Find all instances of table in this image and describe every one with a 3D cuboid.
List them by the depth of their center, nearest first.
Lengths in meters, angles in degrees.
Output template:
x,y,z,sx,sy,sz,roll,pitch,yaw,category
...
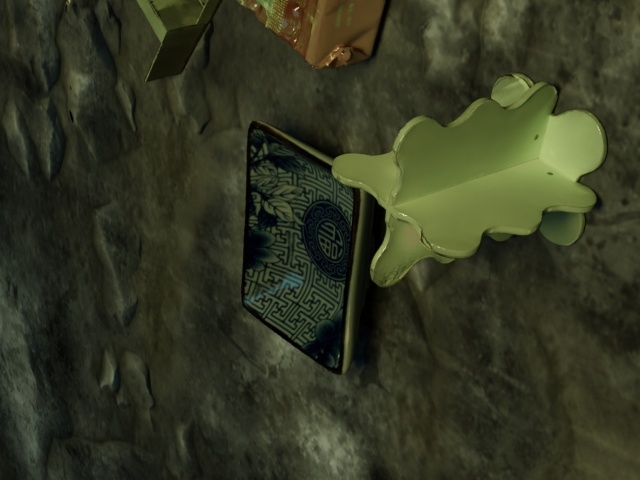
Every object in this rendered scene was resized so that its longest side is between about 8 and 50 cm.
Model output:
x,y,z,sx,sy,sz,roll,pitch,yaw,category
0.125,-0.049,1.130,0.166,0.198,0.166,25,124,44,table
-0.194,-0.301,1.545,0.146,0.062,0.175,59,144,17,table

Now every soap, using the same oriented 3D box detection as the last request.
x,y,z,sx,sy,sz,roll,pitch,yaw,category
-0.001,-0.317,1.261,0.218,0.098,0.273,42,134,33,soap

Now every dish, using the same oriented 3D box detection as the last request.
x,y,z,sx,sy,sz,roll,pitch,yaw,category
0.000,0.000,1.409,0.182,0.080,0.243,33,130,40,dish
